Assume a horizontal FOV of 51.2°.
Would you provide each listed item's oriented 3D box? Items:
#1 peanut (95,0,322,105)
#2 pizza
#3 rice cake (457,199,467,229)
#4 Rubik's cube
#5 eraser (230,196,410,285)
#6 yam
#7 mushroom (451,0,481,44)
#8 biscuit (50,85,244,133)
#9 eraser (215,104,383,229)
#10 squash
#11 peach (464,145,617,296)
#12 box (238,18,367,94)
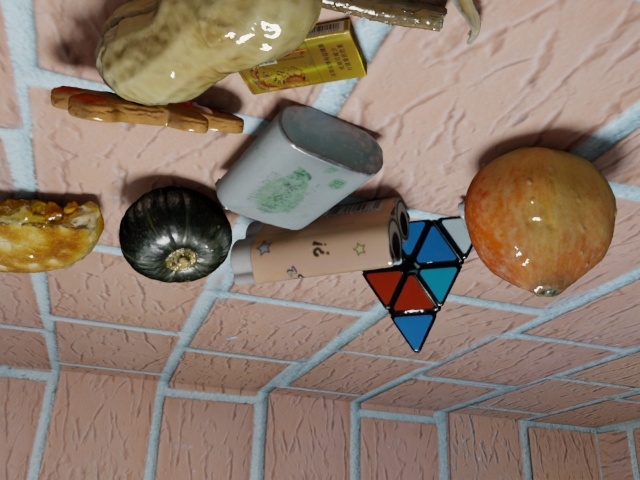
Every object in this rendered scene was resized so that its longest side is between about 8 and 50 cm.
[{"bbox_3d":[-0.130,-0.224,0.707,0.290,0.130,0.130,-16,150,34],"label":"peanut"},{"bbox_3d":[-0.542,-0.021,1.241,0.336,0.086,0.226,-19,143,36],"label":"pizza"},{"bbox_3d":[0.348,-0.056,1.126,0.222,0.042,0.080,-6,150,21],"label":"rice cake"},{"bbox_3d":[0.124,0.061,1.275,0.234,0.249,0.284,25,158,-2],"label":"Rubik's cube"},{"bbox_3d":[0.000,0.000,1.167,0.291,0.171,0.087,-8,114,22],"label":"eraser"},{"bbox_3d":[0.067,-0.255,0.733,0.146,0.032,0.032,8,155,-10],"label":"yam"},{"bbox_3d":[0.156,-0.291,0.641,0.068,0.043,0.306,27,158,6],"label":"mushroom"},{"bbox_3d":[-0.208,-0.169,0.856,0.250,0.036,0.165,0,-162,-39],"label":"biscuit"},{"bbox_3d":[-0.039,-0.102,1.017,0.174,0.081,0.227,16,153,-26],"label":"eraser"},{"bbox_3d":[-0.249,-0.010,1.158,0.193,0.155,0.193,3,134,3],"label":"squash"},{"bbox_3d":[0.324,-0.023,0.980,0.233,0.232,0.232,2,155,1],"label":"peach"},{"bbox_3d":[-0.028,-0.223,0.820,0.157,0.022,0.089,-6,153,18],"label":"box"}]
